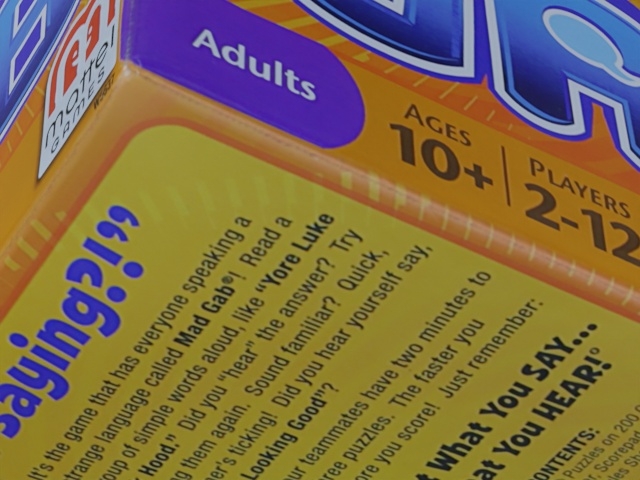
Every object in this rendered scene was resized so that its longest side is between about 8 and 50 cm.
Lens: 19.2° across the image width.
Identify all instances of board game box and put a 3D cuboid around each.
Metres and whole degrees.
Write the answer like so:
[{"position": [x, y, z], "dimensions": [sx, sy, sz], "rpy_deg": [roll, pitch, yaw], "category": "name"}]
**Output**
[{"position": [0.000, 0.000, 0.821], "dimensions": [0.356, 0.356, 0.356], "rpy_deg": [23, 130, -23], "category": "board game box"}]
